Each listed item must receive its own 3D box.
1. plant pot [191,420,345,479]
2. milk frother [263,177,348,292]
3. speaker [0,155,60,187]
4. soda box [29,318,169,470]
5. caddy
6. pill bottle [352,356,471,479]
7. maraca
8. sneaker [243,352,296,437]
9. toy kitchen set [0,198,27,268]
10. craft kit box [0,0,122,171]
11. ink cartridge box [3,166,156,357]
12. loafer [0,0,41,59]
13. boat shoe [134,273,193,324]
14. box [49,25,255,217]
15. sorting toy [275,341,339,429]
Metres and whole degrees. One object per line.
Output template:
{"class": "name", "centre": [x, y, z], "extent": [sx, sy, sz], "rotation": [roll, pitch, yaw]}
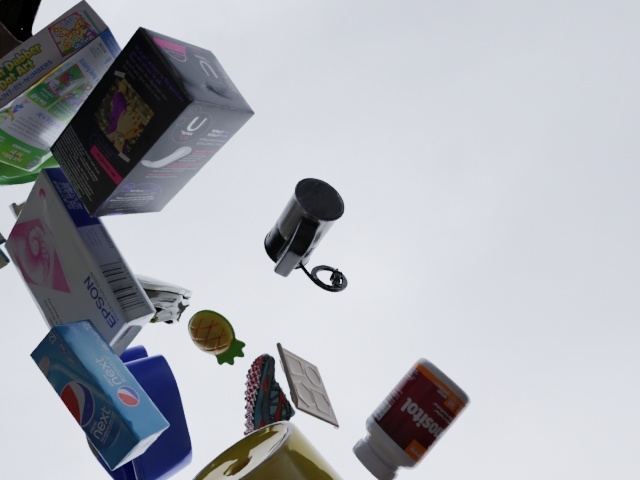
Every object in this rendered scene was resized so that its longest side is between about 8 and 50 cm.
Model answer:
{"class": "plant pot", "centre": [-0.046, 0.379, 0.645], "extent": [0.254, 0.254, 0.239], "rotation": [-31, -91, -6]}
{"class": "milk frother", "centre": [0.000, 0.000, 0.795], "extent": [0.143, 0.135, 0.129], "rotation": [13, -131, -21]}
{"class": "speaker", "centre": [-0.649, -0.209, 1.172], "extent": [0.296, 0.131, 0.131], "rotation": [-21, -127, -31]}
{"class": "soda box", "centre": [-0.318, 0.215, 0.729], "extent": [0.210, 0.071, 0.067], "rotation": [46, -78, 14]}
{"class": "caddy", "centre": [-0.426, 0.398, 1.121], "extent": [0.179, 0.342, 0.241], "rotation": [-18, -167, -40]}
{"class": "pill bottle", "centre": [0.115, 0.234, 0.653], "extent": [0.086, 0.086, 0.152], "rotation": [39, -96, 29]}
{"class": "maraca", "centre": [-0.294, 0.275, 1.433], "extent": [0.127, 0.099, 0.186], "rotation": [-39, -81, 18]}
{"class": "sneaker", "centre": [-0.126, 0.417, 1.288], "extent": [0.125, 0.104, 0.262], "rotation": [5, -94, -28]}
{"class": "toy kitchen set", "centre": [-0.725, -0.020, 1.203], "extent": [0.207, 0.122, 0.166], "rotation": [-4, -150, 49]}
{"class": "craft kit box", "centre": [-0.400, -0.214, 0.760], "extent": [0.246, 0.250, 0.061], "rotation": [-44, -84, -8]}
{"class": "ink cartridge box", "centre": [-0.474, 0.091, 0.943], "extent": [0.330, 0.071, 0.324], "rotation": [-44, -105, 32]}
{"class": "loafer", "centre": [-0.680, -0.420, 1.057], "extent": [0.130, 0.134, 0.366], "rotation": [26, -79, 19]}
{"class": "boat shoe", "centre": [-0.337, 0.127, 1.042], "extent": [0.109, 0.305, 0.091], "rotation": [19, -100, 2]}
{"class": "box", "centre": [-0.269, -0.175, 0.810], "extent": [0.270, 0.165, 0.143], "rotation": [-39, -100, 24]}
{"class": "sorting toy", "centre": [-0.039, 0.376, 1.296], "extent": [0.038, 0.208, 0.193], "rotation": [-36, -138, 9]}
